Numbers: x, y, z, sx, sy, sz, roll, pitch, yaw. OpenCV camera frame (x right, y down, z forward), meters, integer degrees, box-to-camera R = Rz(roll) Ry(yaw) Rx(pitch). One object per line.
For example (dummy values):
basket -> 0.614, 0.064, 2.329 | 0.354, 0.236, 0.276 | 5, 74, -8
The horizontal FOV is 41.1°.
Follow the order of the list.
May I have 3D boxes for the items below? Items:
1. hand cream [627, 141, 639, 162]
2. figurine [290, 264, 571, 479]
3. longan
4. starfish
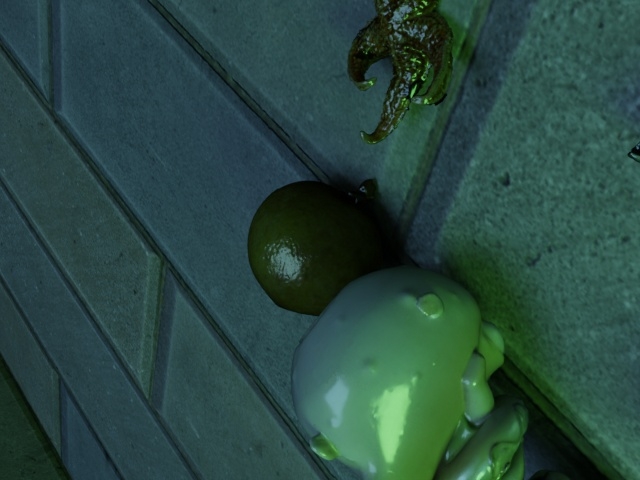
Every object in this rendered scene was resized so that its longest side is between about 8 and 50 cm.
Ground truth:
hand cream -> 0.279, -0.123, 0.523 | 0.075, 0.052, 0.248 | 50, 144, 28
figurine -> 0.128, 0.217, 0.782 | 0.394, 0.274, 0.226 | 43, 146, 6
longan -> 0.000, 0.000, 0.940 | 0.155, 0.176, 0.145 | 39, -175, 6
starfish -> 0.071, -0.175, 0.776 | 0.146, 0.074, 0.190 | 31, 132, 46
